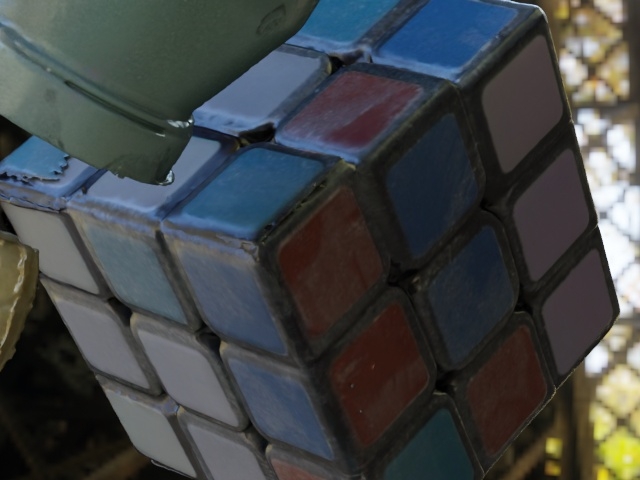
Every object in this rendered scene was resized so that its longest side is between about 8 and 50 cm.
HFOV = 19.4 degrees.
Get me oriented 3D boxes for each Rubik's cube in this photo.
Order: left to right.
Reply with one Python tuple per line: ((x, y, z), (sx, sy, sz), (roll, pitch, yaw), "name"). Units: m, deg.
((0.000, 0.000, 1.575), (0.359, 0.363, 0.362), (-44, -51, -31), "Rubik's cube")

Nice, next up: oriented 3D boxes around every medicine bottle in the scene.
((-0.108, -0.205, 1.236), (0.290, 0.245, 0.245), (-59, -26, 9), "medicine bottle")

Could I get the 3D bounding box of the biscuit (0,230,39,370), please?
((-0.290, 0.047, 1.112), (0.188, 0.265, 0.040), (66, -171, 7), "biscuit")
